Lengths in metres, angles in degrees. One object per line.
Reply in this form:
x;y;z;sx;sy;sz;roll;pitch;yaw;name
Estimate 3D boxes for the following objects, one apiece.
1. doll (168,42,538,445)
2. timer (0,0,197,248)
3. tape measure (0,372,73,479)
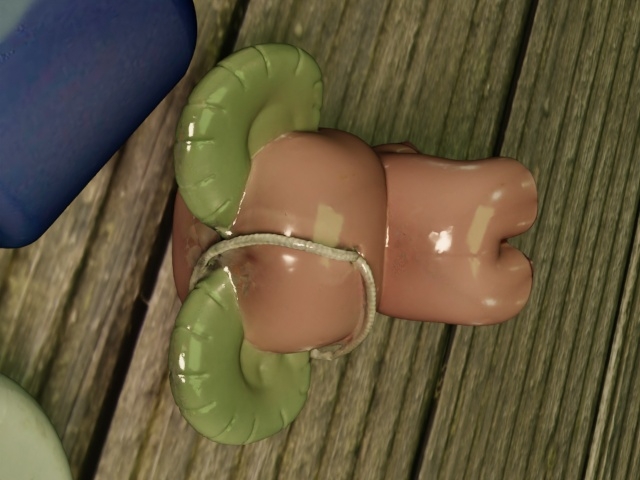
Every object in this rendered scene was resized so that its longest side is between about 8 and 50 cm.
0.000;0.000;1.000;0.268;0.216;0.284;-12;106;-52;doll
-0.254;-0.009;0.574;0.384;0.270;0.270;-60;143;-15;timer
-0.226;0.168;0.724;0.246;0.125;0.243;56;48;-45;tape measure
